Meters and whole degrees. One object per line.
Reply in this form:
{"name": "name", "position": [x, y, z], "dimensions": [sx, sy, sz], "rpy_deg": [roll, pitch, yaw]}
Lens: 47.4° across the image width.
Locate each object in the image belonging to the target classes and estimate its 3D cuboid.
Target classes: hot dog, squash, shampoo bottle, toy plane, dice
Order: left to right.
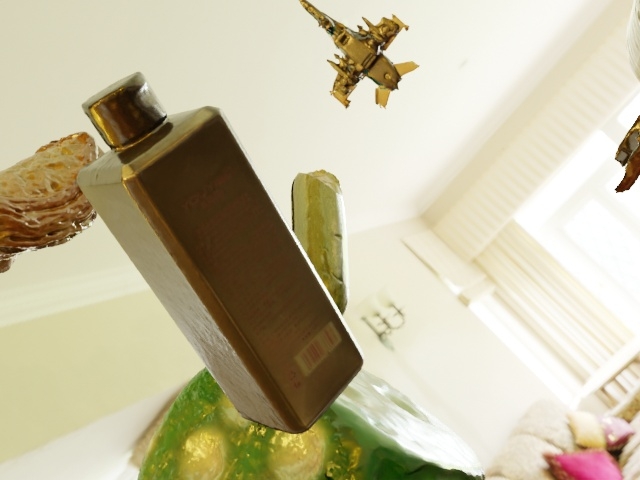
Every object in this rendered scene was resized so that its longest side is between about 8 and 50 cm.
{"name": "hot dog", "position": [-0.351, -0.026, 0.830], "dimensions": [0.175, 0.114, 0.259], "rpy_deg": [-14, 20, 33]}
{"name": "shampoo bottle", "position": [-0.066, 0.010, 0.468], "dimensions": [0.079, 0.246, 0.080], "rpy_deg": [1, 37, 50]}
{"name": "dice", "position": [-0.012, 0.295, 0.815], "dimensions": [0.300, 0.287, 0.297], "rpy_deg": [27, -83, -49]}
{"name": "squash", "position": [0.000, 0.000, 0.892], "dimensions": [0.069, 0.239, 0.069], "rpy_deg": [-3, -37, -2]}
{"name": "toy plane", "position": [0.038, -0.260, 0.961], "dimensions": [0.135, 0.188, 0.062], "rpy_deg": [-48, 4, 15]}

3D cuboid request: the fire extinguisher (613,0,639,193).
{"name": "fire extinguisher", "position": [0.163, -0.093, 0.325], "dimensions": [0.106, 0.075, 0.252], "rpy_deg": [-36, -15, 10]}
